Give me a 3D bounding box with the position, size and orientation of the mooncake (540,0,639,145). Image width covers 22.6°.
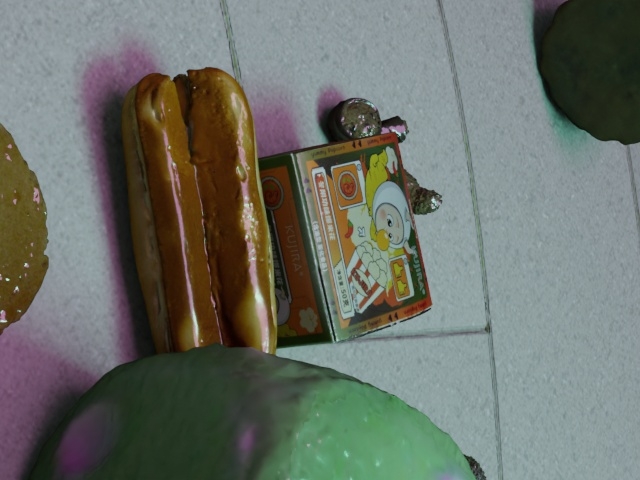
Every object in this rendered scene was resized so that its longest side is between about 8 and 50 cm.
[{"bbox_3d":[0.417,-0.247,2.132,0.124,0.228,0.228,-25,102,-57],"label":"mooncake"}]

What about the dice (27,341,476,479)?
[{"bbox_3d":[-0.064,0.296,1.395,0.322,0.318,0.330,39,56,-38],"label":"dice"}]

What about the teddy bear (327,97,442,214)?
[{"bbox_3d":[0.060,-0.084,1.804,0.119,0.078,0.160,-29,89,-25],"label":"teddy bear"}]

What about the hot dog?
[{"bbox_3d":[-0.116,0.003,1.552,0.135,0.100,0.337,-9,91,-21],"label":"hot dog"}]

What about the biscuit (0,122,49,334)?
[{"bbox_3d":[-0.321,-0.011,1.367,0.226,0.042,0.225,14,72,-49],"label":"biscuit"}]

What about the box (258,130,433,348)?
[{"bbox_3d":[0.000,0.000,1.655,0.177,0.148,0.194,-15,95,-50],"label":"box"}]

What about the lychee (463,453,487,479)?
[{"bbox_3d":[0.155,0.277,1.845,0.083,0.068,0.067,-49,118,-71],"label":"lychee"}]
